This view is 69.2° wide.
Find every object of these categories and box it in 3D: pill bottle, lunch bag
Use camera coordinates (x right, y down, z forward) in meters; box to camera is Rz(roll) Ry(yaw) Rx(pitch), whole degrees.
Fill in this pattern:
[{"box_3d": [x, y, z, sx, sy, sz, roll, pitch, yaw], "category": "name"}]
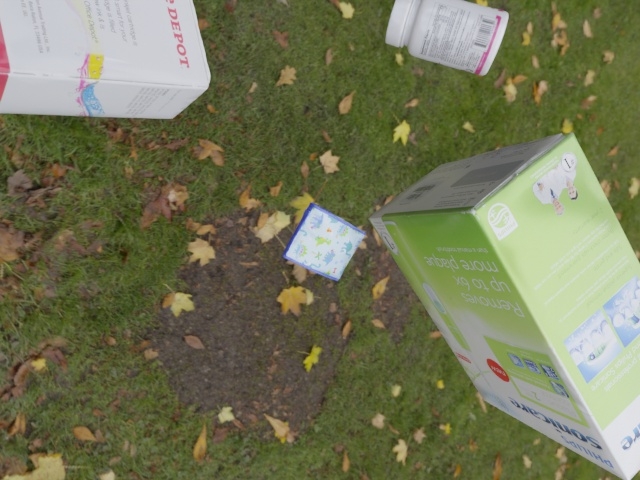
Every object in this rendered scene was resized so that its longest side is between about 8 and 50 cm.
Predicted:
[{"box_3d": [0.325, -0.551, 1.220, 0.160, 0.282, 0.161, 19, 90, -83], "category": "pill bottle"}, {"box_3d": [0.000, 0.000, 0.988, 0.151, 0.096, 0.129, 23, 97, -47], "category": "lunch bag"}]

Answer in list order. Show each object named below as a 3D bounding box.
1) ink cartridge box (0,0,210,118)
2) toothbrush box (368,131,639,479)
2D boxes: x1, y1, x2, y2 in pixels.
[{"box_3d": [-0.319, -0.278, 0.574, 0.306, 0.131, 0.226, -10, 87, -44], "category": "ink cartridge box"}, {"box_3d": [0.203, 0.057, 0.477, 0.122, 0.206, 0.283, -37, 102, -13], "category": "toothbrush box"}]
